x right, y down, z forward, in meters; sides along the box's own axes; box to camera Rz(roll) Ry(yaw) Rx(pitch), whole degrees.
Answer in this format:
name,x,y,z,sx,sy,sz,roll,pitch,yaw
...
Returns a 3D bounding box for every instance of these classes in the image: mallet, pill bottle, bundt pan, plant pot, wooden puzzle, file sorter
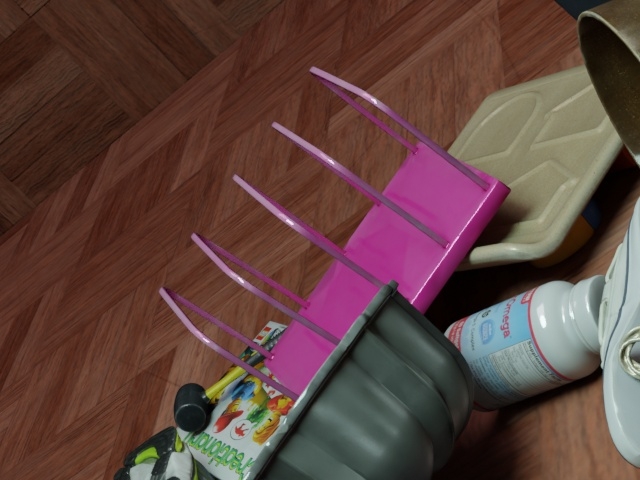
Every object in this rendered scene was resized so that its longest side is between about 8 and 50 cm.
name,x,y,z,sx,sy,sz,roll,pitch,yaw
mallet,-0.088,0.140,1.683,0.189,0.039,0.062,-40,17,1
pill bottle,0.188,0.087,1.304,0.160,0.087,0.087,-28,25,40
bundt pan,0.015,0.200,1.245,0.331,0.124,0.331,-55,-6,-9
plant pot,0.377,-0.158,1.303,0.230,0.215,0.215,-29,19,-1
wooden puzzle,0.220,-0.065,1.591,0.348,0.080,0.322,-49,19,-27
file sorter,0.000,0.000,1.482,0.291,0.182,0.202,-55,24,1

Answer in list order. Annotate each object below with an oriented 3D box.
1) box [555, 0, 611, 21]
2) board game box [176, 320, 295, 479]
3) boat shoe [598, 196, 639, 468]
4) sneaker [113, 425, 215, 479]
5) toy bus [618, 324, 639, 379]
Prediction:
name,x,y,z,sx,sy,sz,roll,pitch,yaw
box,0.348,-0.399,1.639,0.296,0.294,0.183,-49,1,-14
board game box,-0.046,0.189,1.623,0.193,0.053,0.305,-49,19,-13
boat shoe,0.260,0.076,1.186,0.088,0.096,0.267,109,172,-50
sneaker,-0.126,0.290,1.470,0.111,0.121,0.300,-43,19,10
toy bus,0.339,0.021,1.104,0.202,0.104,0.191,2,79,34
